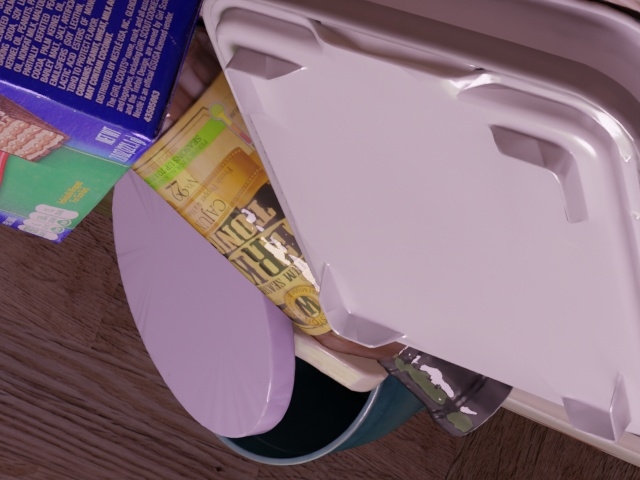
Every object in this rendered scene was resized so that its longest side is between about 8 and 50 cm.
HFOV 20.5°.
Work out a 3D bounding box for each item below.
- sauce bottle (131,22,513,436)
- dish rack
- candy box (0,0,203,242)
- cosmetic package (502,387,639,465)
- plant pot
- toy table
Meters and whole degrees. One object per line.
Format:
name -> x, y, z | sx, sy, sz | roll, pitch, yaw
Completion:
sauce bottle -> 0.000, 0.000, 1.248 | 0.344, 0.111, 0.111 | 43, 170, -10
dish rack -> 0.075, -0.012, 0.951 | 0.285, 0.072, 0.333 | 21, 152, 30
candy box -> -0.255, -0.125, 1.012 | 0.317, 0.122, 0.268 | 21, 162, -14
cosmetic package -> 0.213, 0.082, 1.442 | 0.296, 0.153, 0.129 | 26, 173, -13
plant pot -> 0.026, 0.112, 1.991 | 0.272, 0.271, 0.255 | 19, -173, 33
toy table -> -0.055, 0.031, 1.540 | 0.161, 0.274, 0.252 | -7, 163, -41
